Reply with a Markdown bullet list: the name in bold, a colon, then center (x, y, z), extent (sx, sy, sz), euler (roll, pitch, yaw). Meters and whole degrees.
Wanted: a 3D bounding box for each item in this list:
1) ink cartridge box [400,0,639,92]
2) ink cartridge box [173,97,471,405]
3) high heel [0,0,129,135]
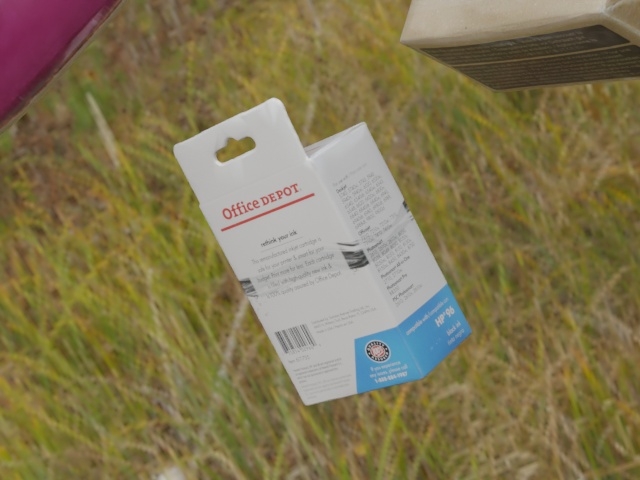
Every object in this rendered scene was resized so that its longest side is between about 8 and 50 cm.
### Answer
- **ink cartridge box**: center (0.160, -0.214, 0.810), extent (0.193, 0.088, 0.234), euler (3, 75, 59)
- **ink cartridge box**: center (0.000, 0.000, 0.379), extent (0.048, 0.083, 0.028), euler (-19, 11, 44)
- **high heel**: center (-0.107, -0.176, 0.409), extent (0.127, 0.181, 0.377), euler (6, 60, 54)
